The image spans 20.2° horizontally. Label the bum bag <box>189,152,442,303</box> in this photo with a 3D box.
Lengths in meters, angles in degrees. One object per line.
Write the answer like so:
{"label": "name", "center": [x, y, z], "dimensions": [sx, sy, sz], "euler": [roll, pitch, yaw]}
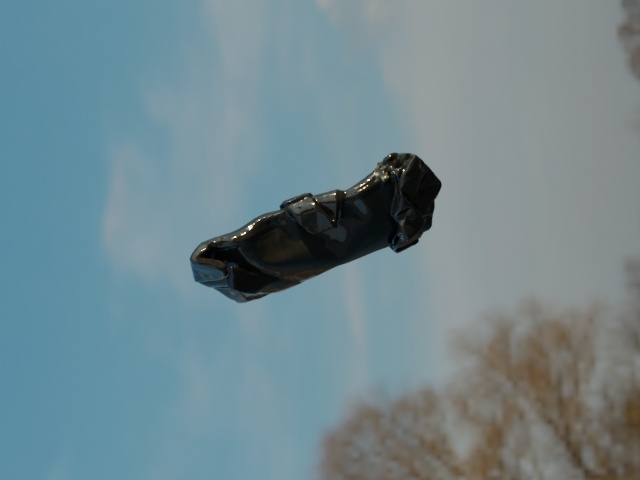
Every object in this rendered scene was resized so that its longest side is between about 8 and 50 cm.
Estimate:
{"label": "bum bag", "center": [0.000, 0.000, 1.329], "dimensions": [0.087, 0.198, 0.049], "euler": [61, -171, -55]}
